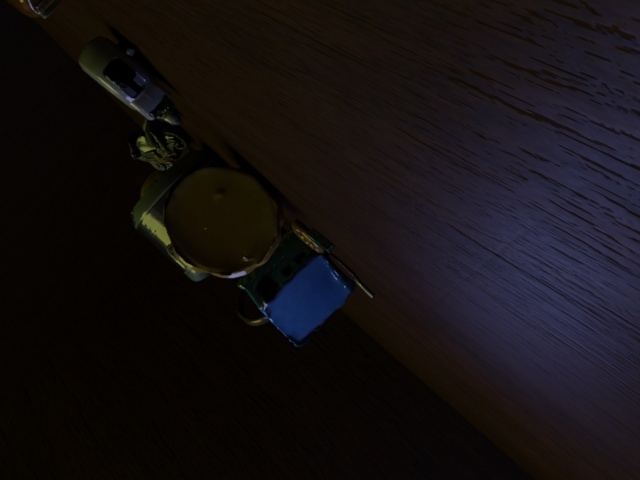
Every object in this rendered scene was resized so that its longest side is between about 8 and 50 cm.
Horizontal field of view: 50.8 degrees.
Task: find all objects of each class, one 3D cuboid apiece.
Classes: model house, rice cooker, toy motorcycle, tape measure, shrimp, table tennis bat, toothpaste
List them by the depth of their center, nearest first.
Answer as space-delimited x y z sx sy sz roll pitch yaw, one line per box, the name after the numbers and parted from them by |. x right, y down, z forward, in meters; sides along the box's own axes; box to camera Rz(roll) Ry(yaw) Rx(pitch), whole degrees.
-0.418 -0.358 1.439 0.196 0.105 0.178 40 -179 39 | tape measure
0.000 0.000 1.560 0.083 0.020 0.017 38 170 43 | toothpaste
0.079 0.089 1.722 0.156 0.013 0.087 45 172 0 | table tennis bat
-0.424 -0.349 1.738 0.165 0.056 0.065 33 -171 4 | shrimp
-0.086 0.109 1.902 0.215 0.237 0.303 48 174 -33 | model house
-0.343 -0.064 1.976 0.325 0.335 0.335 44 174 -5 | rice cooker
-0.516 -0.304 2.128 0.173 0.108 0.307 28 155 -17 | toy motorcycle

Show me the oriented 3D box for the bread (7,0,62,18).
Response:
-0.624 -0.548 1.398 0.241 0.107 0.136 37 169 43 | bread

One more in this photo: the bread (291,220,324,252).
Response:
-0.031 -0.007 1.696 0.110 0.024 0.110 41 173 6 | bread

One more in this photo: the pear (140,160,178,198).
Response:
-0.486 -0.143 2.433 0.314 0.314 0.314 43 174 5 | pear

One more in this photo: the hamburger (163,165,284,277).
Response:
-0.222 -0.043 1.590 0.276 0.276 0.237 43 176 -2 | hamburger

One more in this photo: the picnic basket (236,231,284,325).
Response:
-0.153 0.157 2.276 0.337 0.337 0.293 46 173 -29 | picnic basket
